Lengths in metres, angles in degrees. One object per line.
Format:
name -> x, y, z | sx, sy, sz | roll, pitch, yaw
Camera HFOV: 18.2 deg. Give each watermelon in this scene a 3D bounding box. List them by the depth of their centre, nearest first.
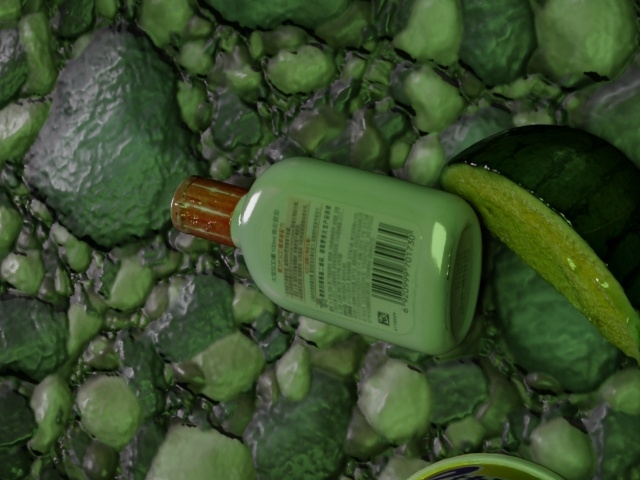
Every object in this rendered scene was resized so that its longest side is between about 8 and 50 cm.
watermelon -> 0.157, -0.019, 1.211 | 0.181, 0.075, 0.092 | 42, 158, 26

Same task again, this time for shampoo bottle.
shampoo bottle -> 0.000, 0.000, 1.295 | 0.221, 0.051, 0.108 | 16, 114, 32

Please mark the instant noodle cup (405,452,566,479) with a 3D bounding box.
instant noodle cup -> 0.067, 0.243, 1.197 | 0.213, 0.174, 0.213 | 2, 93, 31
